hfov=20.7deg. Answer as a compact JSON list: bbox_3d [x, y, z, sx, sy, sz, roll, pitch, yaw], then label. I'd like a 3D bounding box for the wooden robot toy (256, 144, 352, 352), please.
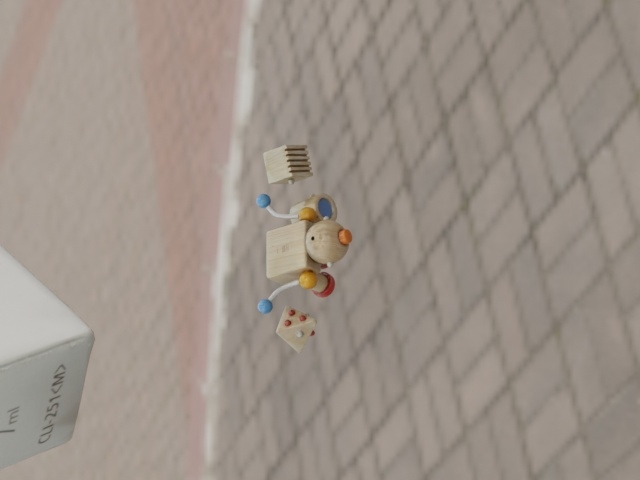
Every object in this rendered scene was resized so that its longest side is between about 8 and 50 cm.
[{"bbox_3d":[0.000,0.000,1.425,0.079,0.076,0.173,-20,63,40],"label":"wooden robot toy"}]

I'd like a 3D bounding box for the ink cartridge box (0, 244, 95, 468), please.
[{"bbox_3d":[-0.254,0.006,0.600,0.275,0.239,0.060,39,128,29],"label":"ink cartridge box"}]
